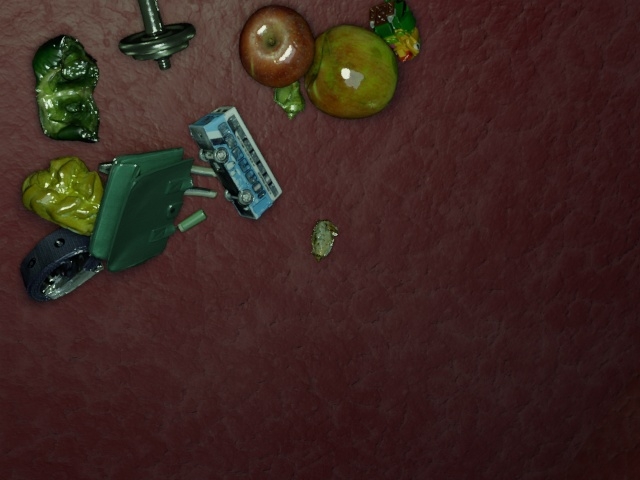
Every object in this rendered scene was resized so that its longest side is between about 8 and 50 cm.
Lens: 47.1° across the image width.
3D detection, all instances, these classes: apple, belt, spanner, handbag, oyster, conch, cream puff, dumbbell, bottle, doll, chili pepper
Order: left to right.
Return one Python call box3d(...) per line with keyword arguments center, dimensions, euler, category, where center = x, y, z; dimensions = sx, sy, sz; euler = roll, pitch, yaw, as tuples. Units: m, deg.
box3d(center=(-0.700, 0.054, 1.978), dimensions=(0.230, 0.126, 0.139), euler=(-38, 145, 4), category="belt")
box3d(center=(-0.645, -0.124, 1.872), dimensions=(0.220, 0.195, 0.195), euler=(24, 107, 4), category="cream puff")
box3d(center=(-0.628, -0.379, 1.823), dimensions=(0.148, 0.116, 0.265), euler=(-3, 114, -1), category="chili pepper")
box3d(center=(-0.458, -0.078, 1.904), dimensions=(0.238, 0.089, 0.327), euler=(-23, 145, -50), category="handbag")
box3d(center=(-0.408, -0.549, 1.750), dimensions=(0.192, 0.192, 0.290), euler=(-16, 117, -8), category="dumbbell")
box3d(center=(-0.435, -0.175, 1.993), dimensions=(0.324, 0.040, 0.096), euler=(7, 110, -19), category="spanner")
box3d(center=(-0.362, -0.055, 2.071), dimensions=(0.083, 0.030, 0.030), euler=(-32, 117, 1), category="bottle")
box3d(center=(-0.109, -0.490, 1.871), dimensions=(0.201, 0.162, 0.201), euler=(1, 93, 12), category="apple")
box3d(center=(-0.084, -0.385, 1.974), dimensions=(0.089, 0.074, 0.121), euler=(-1, 92, -38), category="conch")
box3d(center=(0.000, -0.001, 2.193), dimensions=(0.086, 0.029, 0.132), euler=(29, 106, -18), category="oyster")
box3d(center=(0.083, -0.434, 1.927), dimensions=(0.226, 0.246, 0.246), euler=(10, 110, -22), category="apple")
box3d(center=(0.206, -0.569, 1.957), dimensions=(0.106, 0.134, 0.186), euler=(-7, 133, 38), category="doll")

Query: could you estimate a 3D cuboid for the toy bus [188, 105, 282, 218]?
box3d(center=(-0.228, -0.209, 1.985), dimensions=(0.131, 0.106, 0.297), euler=(-43, 120, -23), category="toy bus")
